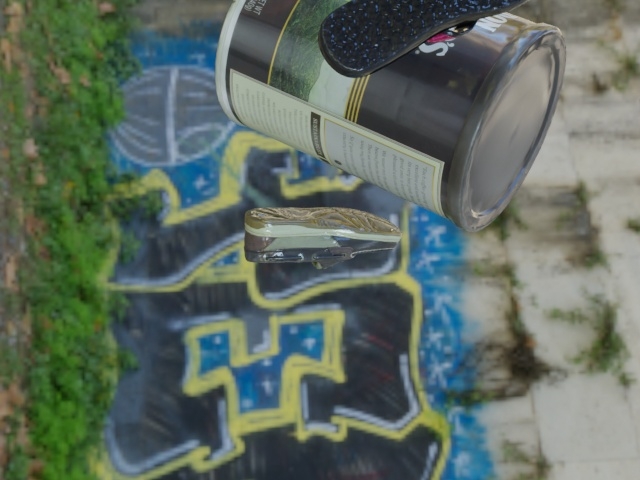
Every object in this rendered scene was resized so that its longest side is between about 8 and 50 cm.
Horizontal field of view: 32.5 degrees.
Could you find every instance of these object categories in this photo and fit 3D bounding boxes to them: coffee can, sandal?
[{"bbox_3d":[0.066,-0.153,1.057,0.201,0.275,0.201,-46,151,-36],"label":"coffee can"},{"bbox_3d":[0.078,-0.166,0.761,0.067,0.179,0.040,60,-9,11],"label":"sandal"}]

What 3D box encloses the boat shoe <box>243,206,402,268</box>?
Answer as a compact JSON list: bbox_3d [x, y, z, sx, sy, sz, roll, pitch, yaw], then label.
[{"bbox_3d":[0.000,0.000,1.447,0.080,0.224,0.073,46,-52,55],"label":"boat shoe"}]
